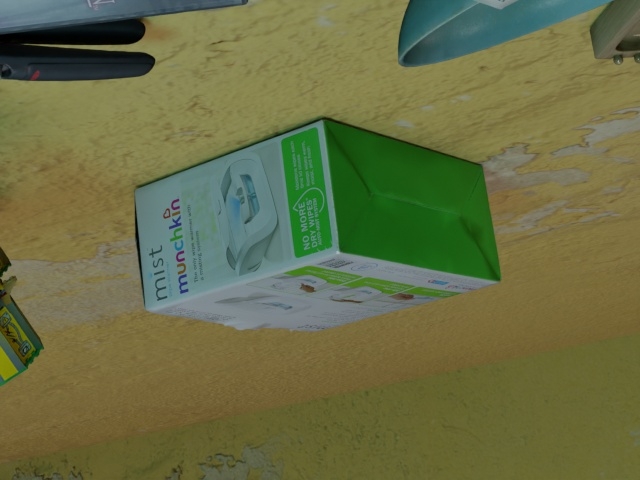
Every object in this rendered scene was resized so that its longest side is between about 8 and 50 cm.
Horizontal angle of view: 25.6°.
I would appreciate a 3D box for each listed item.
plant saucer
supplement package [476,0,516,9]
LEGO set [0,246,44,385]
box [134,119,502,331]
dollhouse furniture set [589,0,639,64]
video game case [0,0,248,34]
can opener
[{"bbox_3d":[0.180,-0.172,0.730,0.317,0.044,0.317,-22,180,0],"label":"plant saucer"},{"bbox_3d":[0.075,-0.204,0.502,0.194,0.149,0.203,7,159,-45],"label":"supplement package"},{"bbox_3d":[-0.369,0.026,1.102,0.255,0.192,0.331,-29,-157,0],"label":"LEGO set"},{"bbox_3d":[0.000,0.000,1.316,0.231,0.127,0.262,-17,163,36],"label":"box"},{"bbox_3d":[0.292,-0.123,0.981,0.151,0.123,0.144,-5,165,-10],"label":"dollhouse furniture set"},{"bbox_3d":[-0.180,-0.167,0.717,0.274,0.026,0.196,-6,156,-1],"label":"video game case"},{"bbox_3d":[-0.185,-0.123,0.877,0.186,0.059,0.073,5,161,-40],"label":"can opener"}]
